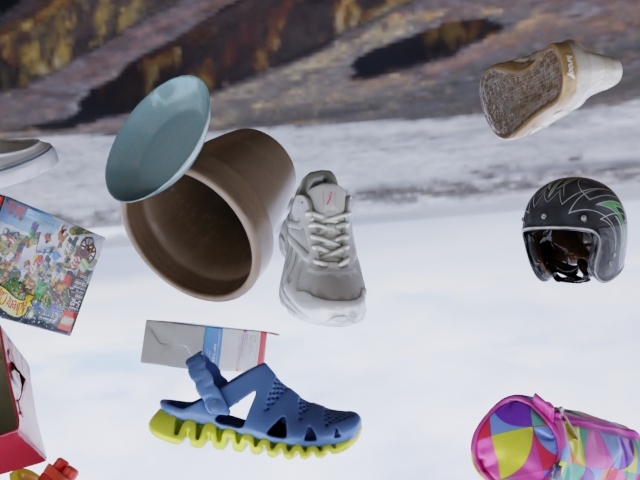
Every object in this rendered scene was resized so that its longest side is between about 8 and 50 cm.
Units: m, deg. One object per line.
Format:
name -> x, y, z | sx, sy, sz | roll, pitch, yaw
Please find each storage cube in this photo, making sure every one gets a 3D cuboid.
storage cube -> -0.553, 0.266, 1.742 | 0.215, 0.183, 0.193 | -16, 156, -7

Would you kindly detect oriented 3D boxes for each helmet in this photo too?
helmet -> 0.393, -0.021, 1.718 | 0.169, 0.161, 0.169 | -16, -163, 5

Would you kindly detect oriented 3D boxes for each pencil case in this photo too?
pencil case -> 0.246, 0.213, 1.096 | 0.104, 0.104, 0.236 | -5, 163, 36

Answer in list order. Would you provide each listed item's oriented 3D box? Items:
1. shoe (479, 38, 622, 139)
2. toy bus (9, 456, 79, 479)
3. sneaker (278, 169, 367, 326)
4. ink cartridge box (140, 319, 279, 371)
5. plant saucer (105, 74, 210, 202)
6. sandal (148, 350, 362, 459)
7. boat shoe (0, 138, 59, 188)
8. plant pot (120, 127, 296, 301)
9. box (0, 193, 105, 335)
shoe -> 0.206, -0.138, 1.027 | 0.058, 0.076, 0.219 | -11, -179, -12
toy bus -> -0.502, 0.464, 1.908 | 0.220, 0.211, 0.149 | 21, 165, 40
sneaker -> 0.000, 0.000, 1.188 | 0.090, 0.115, 0.232 | 0, -148, -14
ink cartridge box -> -0.187, 0.187, 1.937 | 0.134, 0.078, 0.231 | 3, 174, 32
plant saucer -> -0.205, -0.127, 1.463 | 0.195, 0.195, 0.037 | -4, 149, 42
sandal -> -0.092, 0.247, 1.656 | 0.317, 0.138, 0.126 | 8, 179, -3
boat shoe -> -0.460, -0.104, 1.375 | 0.258, 0.084, 0.095 | -10, -158, -5
plant pot -> -0.157, -0.065, 1.816 | 0.263, 0.263, 0.229 | -5, -151, 35
box -> -0.412, 0.037, 1.572 | 0.044, 0.159, 0.233 | 15, 173, 27
